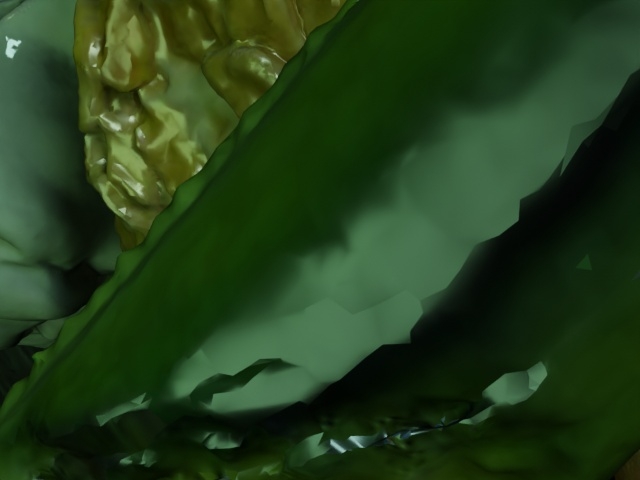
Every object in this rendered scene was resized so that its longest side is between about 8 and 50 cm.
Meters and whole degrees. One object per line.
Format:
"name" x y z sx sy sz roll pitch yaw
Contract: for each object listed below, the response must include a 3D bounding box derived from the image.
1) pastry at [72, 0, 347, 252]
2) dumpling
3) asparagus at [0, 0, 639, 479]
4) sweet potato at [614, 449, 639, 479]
"pastry" 0.000 0.000 0.494 0.154 0.102 0.250 3 111 33
"dumpling" -0.105 -0.014 0.589 0.127 0.108 0.188 43 119 -15
"asparagus" 0.050 -0.019 0.360 0.128 0.108 0.382 44 107 9
"sweet potato" 0.123 0.093 0.473 0.202 0.055 0.058 57 172 -1
